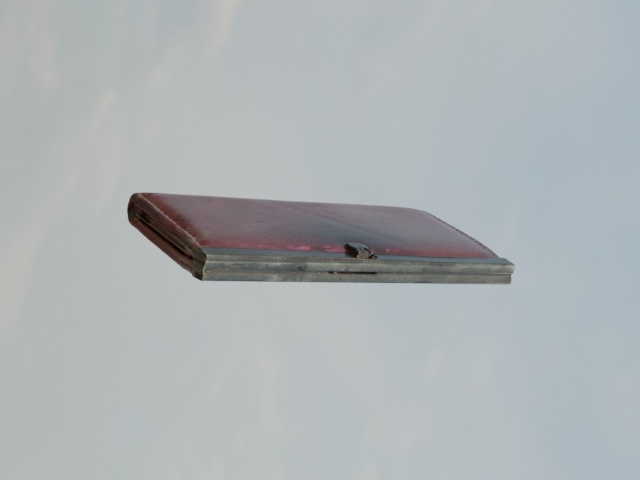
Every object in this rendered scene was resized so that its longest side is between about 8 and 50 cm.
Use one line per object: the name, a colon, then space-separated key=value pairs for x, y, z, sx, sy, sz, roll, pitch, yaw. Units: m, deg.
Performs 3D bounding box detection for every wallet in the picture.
wallet: x=0.000 y=0.000 z=1.106 sx=0.119 sy=0.232 sz=0.025 roll=33 pitch=-64 yaw=54
